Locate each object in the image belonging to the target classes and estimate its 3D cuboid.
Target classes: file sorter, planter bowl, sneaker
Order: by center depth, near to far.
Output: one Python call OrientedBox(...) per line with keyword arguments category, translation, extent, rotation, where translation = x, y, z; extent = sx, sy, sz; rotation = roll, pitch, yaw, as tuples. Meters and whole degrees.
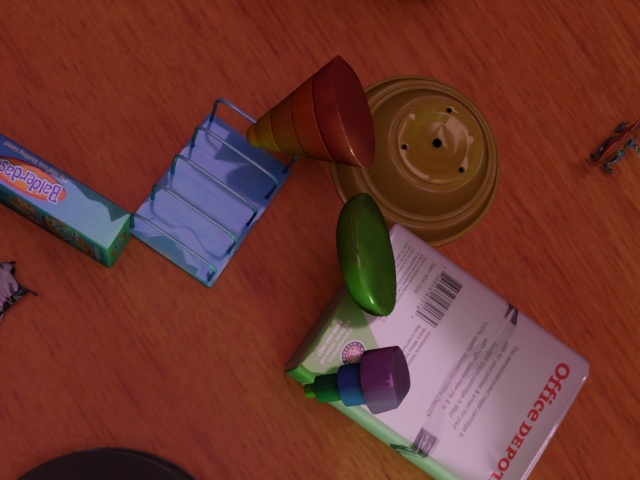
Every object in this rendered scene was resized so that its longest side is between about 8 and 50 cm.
OrientedBox(category="sneaker", translation=(-0.340, 0.068, 1.066), extent=(0.069, 0.038, 0.098), rotation=(-5, 82, -11))
OrientedBox(category="file sorter", translation=(-0.118, -0.055, 1.098), extent=(0.118, 0.104, 0.170), rotation=(35, 75, -4))
OrientedBox(category="planter bowl", translation=(0.126, -0.105, 1.162), extent=(0.217, 0.090, 0.217), rotation=(2, 80, -12))

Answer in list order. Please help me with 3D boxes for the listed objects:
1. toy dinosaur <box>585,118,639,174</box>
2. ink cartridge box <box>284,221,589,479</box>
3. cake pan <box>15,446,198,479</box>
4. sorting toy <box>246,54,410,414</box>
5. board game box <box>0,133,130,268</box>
OrientedBox(category="toy dinosaur", translation=(0.380, -0.121, 1.226), extent=(0.047, 0.090, 0.082), rotation=(45, 120, 9))
OrientedBox(category="ink cartridge box", translation=(0.129, 0.143, 1.108), extent=(0.273, 0.115, 0.198), rotation=(36, 76, -3))
OrientedBox(category="cake pan", translation=(-0.226, 0.335, 0.977), extent=(0.293, 0.054, 0.293), rotation=(1, 57, -2))
OrientedBox(category="sorting toy", translation=(0.000, 0.000, 1.018), extent=(0.126, 0.127, 0.365), rotation=(-11, 83, 19))
OrientedBox(category="board game box", translation=(-0.299, -0.052, 1.032), extent=(0.210, 0.160, 0.047), rotation=(31, 77, -4))
